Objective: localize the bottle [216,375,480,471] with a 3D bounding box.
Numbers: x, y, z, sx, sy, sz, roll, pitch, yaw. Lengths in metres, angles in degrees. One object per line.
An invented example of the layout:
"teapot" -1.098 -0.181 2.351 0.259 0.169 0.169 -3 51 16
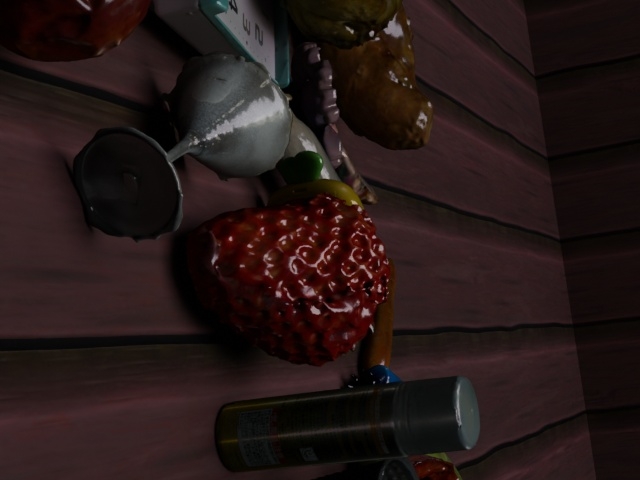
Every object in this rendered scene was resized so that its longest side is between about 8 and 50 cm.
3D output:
"bottle" 0.028 0.202 1.208 0.082 0.286 0.082 -10 90 -67

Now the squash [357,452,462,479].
"squash" 0.159 0.370 1.668 0.370 0.118 0.118 49 38 -48

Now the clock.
"clock" -0.126 -0.334 1.317 0.231 0.116 0.262 39 47 -64

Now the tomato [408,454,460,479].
"tomato" 0.099 0.390 1.485 0.228 0.101 0.228 -9 104 -39

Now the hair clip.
"hair clip" 0.014 -0.145 1.571 0.300 0.069 0.173 66 -2 -47

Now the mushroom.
"mushroom" -0.014 -0.073 1.467 0.278 0.099 0.096 63 -11 -29

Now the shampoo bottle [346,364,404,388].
"shampoo bottle" 0.093 0.240 1.634 0.087 0.050 0.183 -58 145 -9

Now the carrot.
"carrot" 0.095 0.118 1.724 0.248 0.043 0.043 -80 150 -44

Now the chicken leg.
"chicken leg" -0.024 -0.385 1.279 0.429 0.152 0.201 53 20 -44

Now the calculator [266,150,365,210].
"calculator" 0.000 0.000 1.410 0.032 0.146 0.235 -38 115 -52

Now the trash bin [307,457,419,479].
"trash bin" 0.027 0.347 1.307 0.175 0.161 0.175 -12 90 -68

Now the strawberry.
"strawberry" -0.046 0.038 1.267 0.244 0.205 0.205 19 61 -42

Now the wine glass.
"wine glass" -0.141 -0.094 1.132 0.232 0.156 0.156 -47 124 -57

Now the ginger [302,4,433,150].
"ginger" 0.068 -0.270 1.641 0.165 0.172 0.321 -18 83 -32

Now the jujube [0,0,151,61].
"jujube" -0.227 -0.276 0.959 0.174 0.174 0.250 34 42 -60
